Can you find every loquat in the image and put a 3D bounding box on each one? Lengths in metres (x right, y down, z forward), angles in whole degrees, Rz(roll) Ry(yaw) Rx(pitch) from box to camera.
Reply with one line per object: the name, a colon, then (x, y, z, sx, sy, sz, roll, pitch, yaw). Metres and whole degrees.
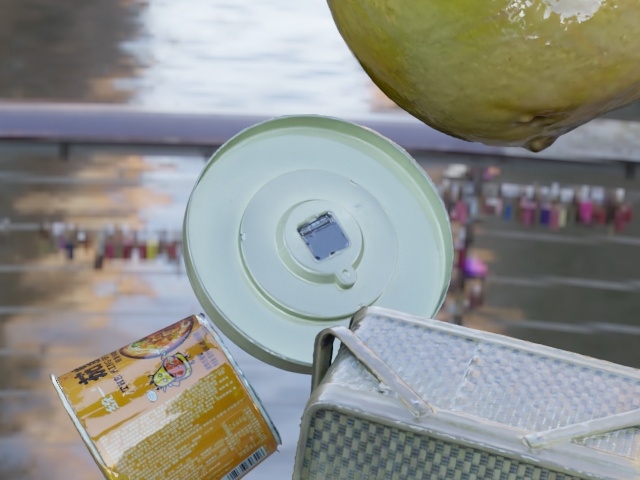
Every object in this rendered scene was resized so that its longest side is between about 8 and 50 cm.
loquat: (0.113, -0.170, 0.970, 0.244, 0.244, 0.244, 2, 19, -1)

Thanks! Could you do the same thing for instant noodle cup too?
instant noodle cup: (-0.154, 0.186, 1.713, 0.172, 0.216, 0.216, -31, 27, -8)

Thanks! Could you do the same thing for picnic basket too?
picnic basket: (0.109, 0.164, 1.164, 0.267, 0.165, 0.139, 14, 31, 11)

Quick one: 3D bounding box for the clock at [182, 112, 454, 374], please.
clock: (0.000, 0.000, 1.401, 0.235, 0.235, 0.029, -3, -21, -17)
